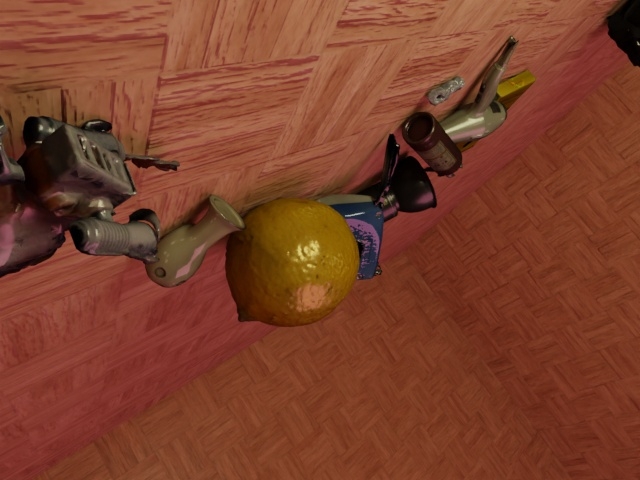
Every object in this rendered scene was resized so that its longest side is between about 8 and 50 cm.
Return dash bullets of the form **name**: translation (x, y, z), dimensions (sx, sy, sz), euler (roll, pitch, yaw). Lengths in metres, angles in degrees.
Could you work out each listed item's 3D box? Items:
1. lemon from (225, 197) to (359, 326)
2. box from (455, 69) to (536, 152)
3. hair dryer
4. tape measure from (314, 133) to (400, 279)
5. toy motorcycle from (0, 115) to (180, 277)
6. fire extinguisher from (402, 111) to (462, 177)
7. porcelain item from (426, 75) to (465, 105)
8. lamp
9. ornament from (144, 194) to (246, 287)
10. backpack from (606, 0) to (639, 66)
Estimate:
- **lemon**: translation (-0.046, 0.036, 0.804), dimensions (0.253, 0.228, 0.228), euler (-20, 161, -51)
- **box**: translation (0.428, -0.319, 1.189), dimensions (0.153, 0.041, 0.279), euler (-30, 168, -28)
- **hair dryer**: translation (0.299, -0.283, 0.956), dimensions (0.229, 0.092, 0.267), euler (-30, 155, 4)
- **tape measure**: translation (0.049, -0.052, 0.951), dimensions (0.215, 0.098, 0.351), euler (-5, 130, -10)
- **toy motorcycle**: translation (-0.218, -0.032, 0.303), dimensions (0.207, 0.134, 0.401), euler (-32, 168, 17)
- **fire extinguisher**: translation (0.240, -0.188, 0.957), dimensions (0.099, 0.071, 0.231), euler (-2, 164, 34)
- **porcelain item**: translation (0.231, -0.278, 0.834), dimensions (0.083, 0.028, 0.036), euler (-31, 154, -21)
- **lamp**: translation (0.155, -0.093, 1.126), dimensions (0.227, 0.147, 0.172), euler (-27, 166, 0)
- **ornament**: translation (-0.193, 0.005, 0.666), dimensions (0.156, 0.081, 0.075), euler (-41, 134, 10)
- **backpack**: translation (0.899, -0.576, 1.001), dimensions (0.363, 0.255, 0.446), euler (-35, -178, 5)
